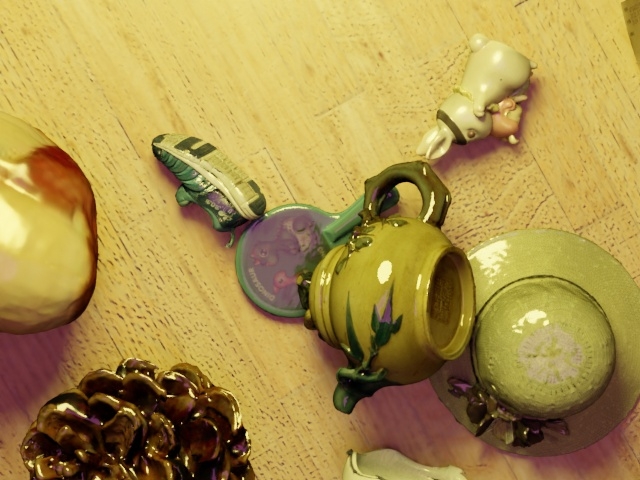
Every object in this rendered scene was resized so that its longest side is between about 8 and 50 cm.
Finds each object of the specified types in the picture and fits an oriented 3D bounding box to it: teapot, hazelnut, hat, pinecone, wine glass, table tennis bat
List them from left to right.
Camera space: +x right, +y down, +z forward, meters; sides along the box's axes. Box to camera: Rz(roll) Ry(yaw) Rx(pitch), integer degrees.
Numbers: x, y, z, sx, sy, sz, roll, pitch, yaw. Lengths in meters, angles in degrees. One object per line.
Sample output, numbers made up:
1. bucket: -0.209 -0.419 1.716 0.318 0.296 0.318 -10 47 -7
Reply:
1. hazelnut: -0.348 0.005 1.684 0.261 0.241 0.261 -1 64 1
2. pinecone: -0.186 0.235 1.672 0.243 0.257 0.244 2 78 -8
3. table tennis bat: 0.000 0.000 1.771 0.201 0.033 0.124 -36 98 4
4. teapot: 0.059 0.048 1.700 0.182 0.173 0.270 0 79 31
5. wine glass: 0.080 0.335 1.733 0.164 0.165 0.197 16 100 -2
6. hat: 0.239 0.115 1.731 0.257 0.130 0.257 0 93 0

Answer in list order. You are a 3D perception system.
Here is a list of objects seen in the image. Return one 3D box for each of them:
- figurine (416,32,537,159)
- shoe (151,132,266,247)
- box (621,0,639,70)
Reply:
1. figurine: 0.176 -0.137 1.742 0.098 0.081 0.146 25 92 -2
2. shoe: -0.127 -0.061 1.754 0.143 0.064 0.071 41 110 3
3. box: 0.418 -0.237 1.677 0.168 0.212 0.095 -19 92 1
